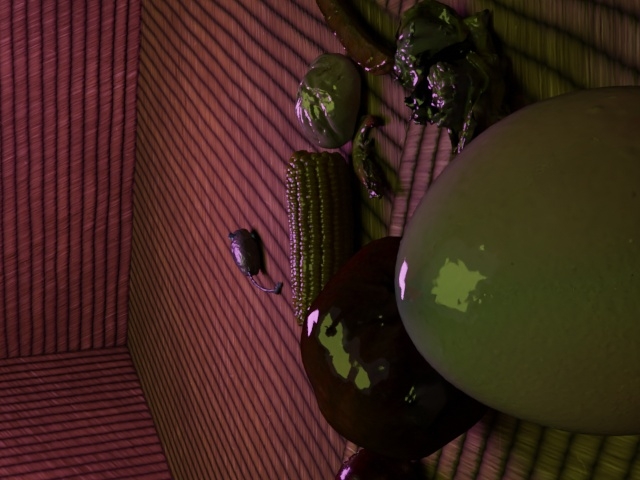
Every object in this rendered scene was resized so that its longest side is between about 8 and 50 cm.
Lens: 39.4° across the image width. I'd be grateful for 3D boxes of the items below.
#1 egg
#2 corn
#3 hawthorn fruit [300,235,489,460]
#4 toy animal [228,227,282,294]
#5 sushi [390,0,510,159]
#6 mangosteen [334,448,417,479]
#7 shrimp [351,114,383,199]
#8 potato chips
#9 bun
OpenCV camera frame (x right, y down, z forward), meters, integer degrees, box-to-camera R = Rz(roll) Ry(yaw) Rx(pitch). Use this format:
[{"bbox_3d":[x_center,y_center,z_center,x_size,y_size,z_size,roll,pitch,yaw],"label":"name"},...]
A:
[{"bbox_3d":[0.237,0.025,0.894,0.354,0.340,0.354,175,90,-66],"label":"egg"},{"bbox_3d":[0.000,0.000,1.705,0.131,0.131,0.344,-165,72,-66],"label":"corn"},{"bbox_3d":[0.109,0.164,1.275,0.324,0.308,0.308,-58,41,38],"label":"hawthorn fruit"},{"bbox_3d":[-0.167,0.059,2.191,0.079,0.070,0.253,86,160,-44],"label":"toy animal"},{"bbox_3d":[0.182,-0.235,1.248,0.139,0.131,0.291,109,156,-45],"label":"sushi"},{"bbox_3d":[0.102,0.439,1.515,0.156,0.146,0.181,118,141,-47],"label":"mangosteen"},{"bbox_3d":[0.092,-0.154,1.588,0.178,0.034,0.124,-110,29,-53],"label":"shrimp"},{"bbox_3d":[0.049,-0.402,1.618,0.080,0.057,0.407,-60,38,32],"label":"potato chips"},{"bbox_3d":[0.005,-0.261,1.676,0.183,0.102,0.183,-179,90,-68],"label":"bun"}]
